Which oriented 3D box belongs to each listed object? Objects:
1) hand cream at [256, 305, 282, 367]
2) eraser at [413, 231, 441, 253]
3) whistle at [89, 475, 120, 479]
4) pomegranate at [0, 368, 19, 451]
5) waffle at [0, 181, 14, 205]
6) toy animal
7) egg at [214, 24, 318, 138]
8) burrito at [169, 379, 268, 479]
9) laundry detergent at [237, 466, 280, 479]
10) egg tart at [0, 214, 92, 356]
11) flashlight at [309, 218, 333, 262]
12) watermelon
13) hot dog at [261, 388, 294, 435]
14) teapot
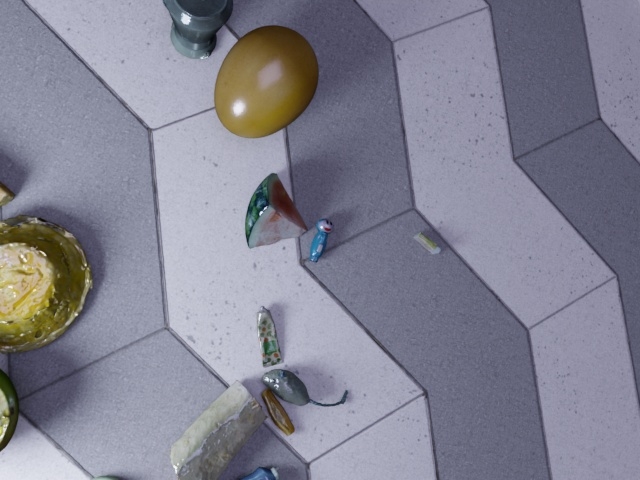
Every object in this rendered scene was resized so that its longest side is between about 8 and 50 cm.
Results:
[{"bbox_3d":[-0.143,0.259,1.559,0.057,0.037,0.165,-11,91,-17],"label":"hand cream"},{"bbox_3d":[0.319,0.009,1.724,0.083,0.038,0.019,40,71,-7],"label":"eraser"},{"bbox_3d":[-0.476,0.638,1.387,0.257,0.067,0.126,10,81,-17],"label":"whistle"},{"bbox_3d":[-0.818,0.335,1.250,0.309,0.216,0.359,5,79,-18],"label":"pomegranate"},{"bbox_3d":[-0.960,-0.092,1.342,0.304,0.077,0.348,42,73,-6],"label":"waffle"},{"bbox_3d":[-0.039,0.410,1.547,0.252,0.070,0.079,23,85,-14],"label":"toy animal"},{"bbox_3d":[-0.148,-0.419,1.537,0.250,0.250,0.322,40,82,-8],"label":"egg"},{"bbox_3d":[-0.267,0.506,1.448,0.143,0.105,0.299,46,71,-10],"label":"burrito"},{"bbox_3d":[-0.188,0.652,1.472,0.206,0.061,0.097,-30,83,-19],"label":"laundry detergent"},{"bbox_3d":[-0.715,0.101,1.354,0.340,0.132,0.342,3,82,-19],"label":"egg tart"},{"bbox_3d":[0.000,0.000,1.630,0.051,0.051,0.129,20,82,-13],"label":"flashlight"},{"bbox_3d":[-0.137,-0.082,1.602,0.202,0.136,0.208,54,35,-41],"label":"watermelon"},{"bbox_3d":[-0.117,0.461,1.536,0.044,0.028,0.137,-37,97,-44],"label":"hot dog"},{"bbox_3d":[-0.339,-0.605,1.521,0.203,0.225,0.171,47,70,-4],"label":"teapot"}]
